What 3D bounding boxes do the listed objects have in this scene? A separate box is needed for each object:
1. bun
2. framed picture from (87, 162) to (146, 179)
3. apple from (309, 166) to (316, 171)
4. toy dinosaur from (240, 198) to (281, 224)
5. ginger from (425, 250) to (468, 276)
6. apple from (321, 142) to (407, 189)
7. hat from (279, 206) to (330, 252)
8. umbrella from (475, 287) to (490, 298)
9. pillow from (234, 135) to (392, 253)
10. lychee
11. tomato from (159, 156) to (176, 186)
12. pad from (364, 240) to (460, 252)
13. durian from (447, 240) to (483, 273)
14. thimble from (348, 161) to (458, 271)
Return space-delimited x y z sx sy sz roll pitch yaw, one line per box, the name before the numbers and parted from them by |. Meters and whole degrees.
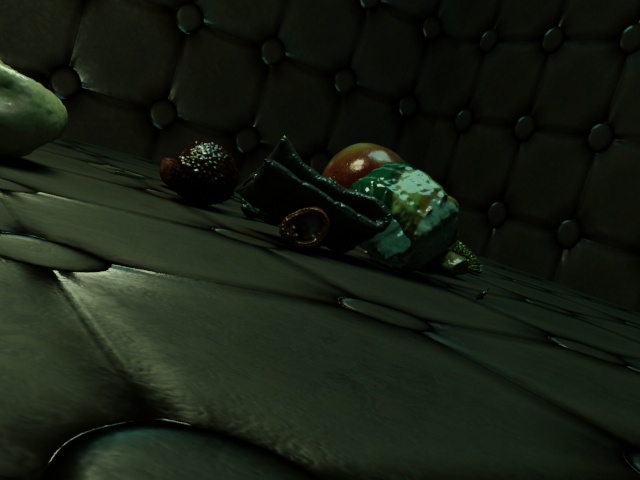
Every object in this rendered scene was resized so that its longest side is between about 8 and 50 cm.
bun | -0.746 -0.296 1.548 0.361 0.213 0.361 29 -6 3
framed picture | -0.625 -0.213 2.144 0.109 0.011 0.149 19 5 24
apple | -0.072 -0.146 2.224 0.173 0.188 0.188 25 2 -19
toy dinosaur | -0.136 -0.051 1.936 0.187 0.087 0.179 -6 51 -33
ginger | 0.339 0.052 2.066 0.137 0.074 0.213 19 6 -43
apple | 0.159 -0.156 2.336 0.348 0.277 0.348 38 -12 10
hat | -0.035 -0.020 1.553 0.112 0.094 0.162 -19 0 -4
umbrella | 0.383 0.131 1.660 0.013 0.022 0.122 45 25 16
pillow | -0.017 -0.087 1.613 0.326 0.101 0.228 32 -25 -13
lychee | -0.308 -0.172 1.863 0.188 0.188 0.188 17 5 -1
tomato | -0.398 -0.185 2.164 0.224 0.085 0.225 20 3 -1
pad | 0.274 0.016 2.033 0.202 0.005 0.299 7 13 26
durian | 0.476 0.050 2.431 0.220 0.096 0.137 26 9 27
thimble | 0.200 -0.057 1.710 0.167 0.254 0.288 -35 27 -25
